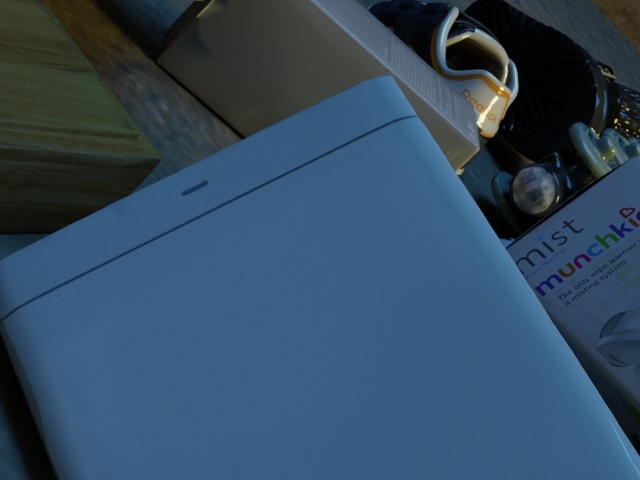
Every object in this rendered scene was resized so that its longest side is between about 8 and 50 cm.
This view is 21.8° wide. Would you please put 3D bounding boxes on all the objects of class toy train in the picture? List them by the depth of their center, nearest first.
[{"bbox_3d":[0.299,-0.008,1.709,0.334,0.142,0.190,4,55,-62],"label":"toy train"}]

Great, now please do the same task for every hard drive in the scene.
[{"bbox_3d":[0.006,0.100,0.746,0.353,0.233,0.047,61,-5,35],"label":"hard drive"}]

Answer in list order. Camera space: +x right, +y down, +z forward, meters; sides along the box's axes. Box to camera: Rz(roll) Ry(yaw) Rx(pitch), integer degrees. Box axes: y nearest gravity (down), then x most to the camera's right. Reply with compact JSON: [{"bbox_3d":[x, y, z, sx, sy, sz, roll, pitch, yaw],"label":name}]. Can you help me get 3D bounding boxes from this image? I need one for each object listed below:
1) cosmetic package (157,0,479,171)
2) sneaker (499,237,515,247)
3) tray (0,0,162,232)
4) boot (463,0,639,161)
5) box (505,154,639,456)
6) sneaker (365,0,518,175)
[{"bbox_3d":[0.001,-0.122,1.316,0.238,0.127,0.107,43,20,-13],"label":"cosmetic package"},{"bbox_3d":[0.184,0.026,1.499,0.162,0.063,0.073,24,26,-48],"label":"sneaker"},{"bbox_3d":[-0.258,-0.102,0.819,0.203,0.076,0.411,52,21,16],"label":"tray"},{"bbox_3d":[0.308,-0.144,1.954,0.260,0.131,0.348,35,16,-30],"label":"boot"},{"bbox_3d":[0.252,0.117,1.055,0.262,0.127,0.231,57,-4,-37],"label":"box"},{"bbox_3d":[0.122,-0.178,1.682,0.126,0.127,0.321,35,21,-27],"label":"sneaker"}]
